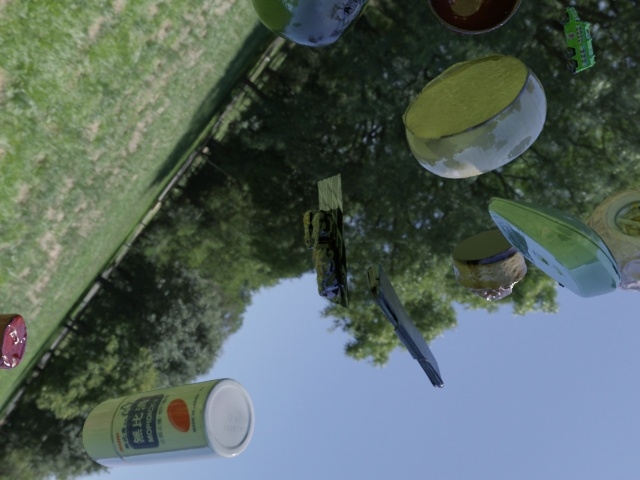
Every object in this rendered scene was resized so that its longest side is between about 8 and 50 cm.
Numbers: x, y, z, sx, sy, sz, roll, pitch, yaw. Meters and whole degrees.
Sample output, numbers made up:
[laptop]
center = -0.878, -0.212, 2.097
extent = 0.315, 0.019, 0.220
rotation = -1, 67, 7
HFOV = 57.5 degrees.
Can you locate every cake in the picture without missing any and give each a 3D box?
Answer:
[cake]
center = 0.469, 0.085, 1.584
extent = 0.185, 0.178, 0.208
rotation = -34, -163, -34

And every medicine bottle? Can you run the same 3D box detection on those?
[medicine bottle]
center = -0.287, 0.331, 1.041
extent = 0.341, 0.130, 0.130
rotation = -17, -148, 31

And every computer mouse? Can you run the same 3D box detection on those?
[computer mouse]
center = 0.425, -0.004, 1.059
extent = 0.097, 0.159, 0.288
rotation = -42, -150, 5

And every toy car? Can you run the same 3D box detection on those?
[toy car]
center = 0.649, -0.509, 1.475
extent = 0.063, 0.165, 0.071
rotation = -7, -164, 36

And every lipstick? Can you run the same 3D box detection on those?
[lipstick]
center = -0.529, 0.127, 0.755
extent = 0.073, 0.280, 0.073
rotation = 2, 90, -89

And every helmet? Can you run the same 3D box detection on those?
[helmet]
center = 0.235, -0.406, 0.930
extent = 0.106, 0.155, 0.175
rotation = -83, 174, -84

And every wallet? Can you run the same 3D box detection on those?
[wallet]
center = 0.209, 0.216, 1.440
extent = 0.045, 0.317, 0.172
rotation = -30, -166, 11

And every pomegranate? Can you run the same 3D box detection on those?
[pomegranate]
center = -0.034, -0.387, 0.838
extent = 0.187, 0.225, 0.187
rotation = -39, 153, -25

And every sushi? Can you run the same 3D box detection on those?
[sushi]
center = 0.000, 0.000, 1.295
extent = 0.294, 0.059, 0.291
rotation = 177, -90, -82

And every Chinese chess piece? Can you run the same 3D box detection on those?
[Chinese chess piece]
center = 0.369, -0.302, 1.414
extent = 0.338, 0.140, 0.338
rotation = -24, -143, 19

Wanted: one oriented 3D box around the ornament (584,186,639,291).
[ornament]
center = 0.778, 0.002, 1.417
extent = 0.260, 0.225, 0.259
rotation = -16, -131, 19
